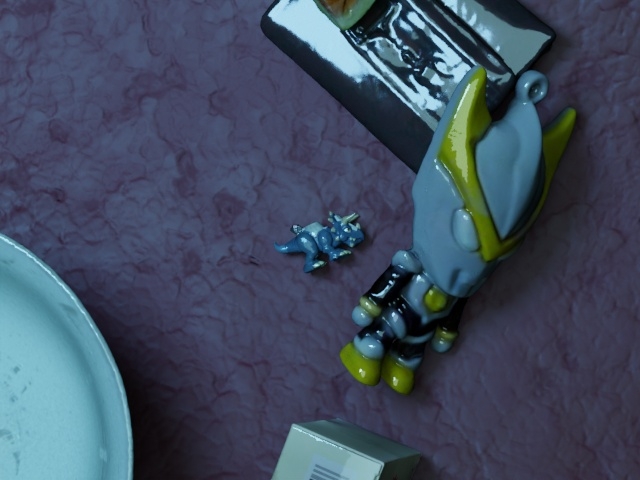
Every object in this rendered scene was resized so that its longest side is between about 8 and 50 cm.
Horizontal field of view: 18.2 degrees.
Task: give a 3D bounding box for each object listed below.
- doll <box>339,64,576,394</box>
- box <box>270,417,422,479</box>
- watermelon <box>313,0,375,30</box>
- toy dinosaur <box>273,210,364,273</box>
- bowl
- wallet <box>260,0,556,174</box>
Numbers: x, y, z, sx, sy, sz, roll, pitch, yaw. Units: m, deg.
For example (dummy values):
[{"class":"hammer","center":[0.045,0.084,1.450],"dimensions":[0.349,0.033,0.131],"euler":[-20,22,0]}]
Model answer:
[{"class":"doll","center":[0.119,-0.011,1.786],"dimensions":[0.145,0.103,0.316],"euler":[25,102,-22]},{"class":"box","center":[-0.002,0.273,1.784],"dimensions":[0.095,0.168,0.212],"euler":[22,93,13]},{"class":"watermelon","center":[-0.005,-0.266,1.791],"dimensions":[0.135,0.094,0.125],"euler":[25,105,20]},{"class":"toy dinosaur","center":[0.000,0.000,1.856],"dimensions":[0.083,0.030,0.047],"euler":[-23,85,7]},{"class":"bowl","center":[-0.357,0.191,1.826],"dimensions":[0.435,0.196,0.434],"euler":[0,89,9]},{"class":"wallet","center":[0.076,-0.192,1.840],"dimensions":[0.229,0.049,0.182],"euler":[42,98,9]}]
